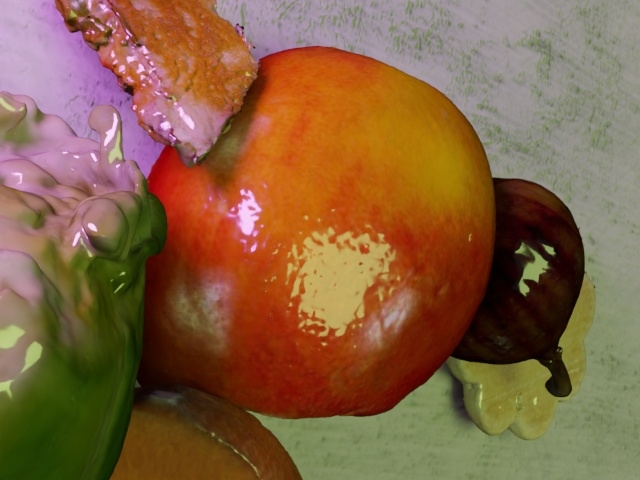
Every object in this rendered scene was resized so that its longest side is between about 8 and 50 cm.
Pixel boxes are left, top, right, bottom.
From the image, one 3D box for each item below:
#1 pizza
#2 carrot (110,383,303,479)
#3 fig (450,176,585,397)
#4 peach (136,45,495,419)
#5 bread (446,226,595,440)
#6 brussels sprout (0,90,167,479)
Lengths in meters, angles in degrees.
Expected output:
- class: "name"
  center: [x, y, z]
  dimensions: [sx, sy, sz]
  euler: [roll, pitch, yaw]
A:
- class: "pizza"
  center: [-0.127, -0.150, 0.853]
  dimensions: [0.147, 0.069, 0.226]
  euler: [-19, 68, -46]
- class: "carrot"
  center: [-0.135, 0.260, 0.856]
  dimensions: [0.258, 0.100, 0.307]
  euler: [3, 109, -4]
- class: "fig"
  center: [0.225, 0.071, 1.155]
  dimensions: [0.321, 0.217, 0.217]
  euler: [47, 64, -33]
- class: "peach"
  center: [0.000, 0.000, 0.935]
  dimensions: [0.306, 0.242, 0.380]
  euler: [42, 68, -44]
- class: "bread"
  center: [0.266, 0.109, 1.332]
  dimensions: [0.316, 0.054, 0.316]
  euler: [-7, 100, -43]
- class: "brussels sprout"
  center: [-0.255, 0.067, 0.664]
  dimensions: [0.276, 0.371, 0.314]
  euler: [14, 128, -9]
